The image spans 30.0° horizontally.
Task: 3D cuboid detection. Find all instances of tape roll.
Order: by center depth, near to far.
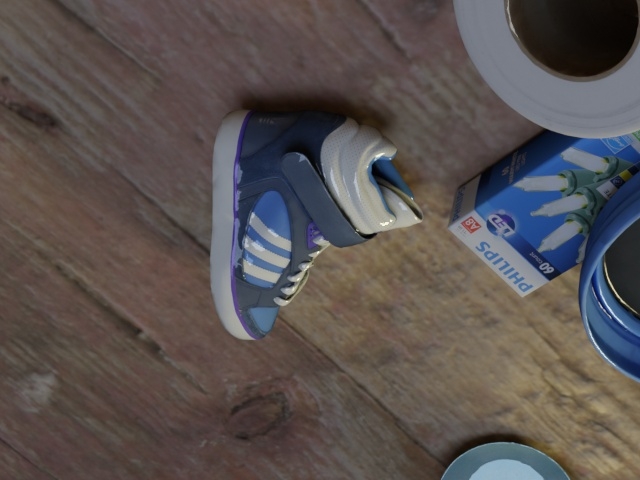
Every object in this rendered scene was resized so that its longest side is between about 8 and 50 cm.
[{"bbox_3d":[0.265,-0.235,1.086,0.246,0.169,0.246,23,131,30],"label":"tape roll"}]

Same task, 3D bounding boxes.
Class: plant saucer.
[{"bbox_3d":[0.257,0.361,1.642,0.195,0.037,0.194,3,104,11],"label":"plant saucer"}]

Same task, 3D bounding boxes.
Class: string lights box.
[{"bbox_3d":[0.283,-0.058,1.321,0.133,0.076,0.260,41,126,-18],"label":"string lights box"}]

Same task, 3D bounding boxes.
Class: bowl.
[{"bbox_3d":[0.471,0.028,1.273,0.391,0.077,0.391,1,138,1],"label":"bowl"}]

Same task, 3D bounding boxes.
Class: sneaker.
[{"bbox_3d":[0.000,-0.001,1.413,0.236,0.130,0.322,9,122,15],"label":"sneaker"}]

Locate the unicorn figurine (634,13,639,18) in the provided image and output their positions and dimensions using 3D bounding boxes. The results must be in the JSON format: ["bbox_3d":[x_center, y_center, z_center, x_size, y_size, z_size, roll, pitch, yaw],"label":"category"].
[{"bbox_3d":[0.364,-0.214,1.199,0.162,0.060,0.111,35,115,-29],"label":"unicorn figurine"}]
